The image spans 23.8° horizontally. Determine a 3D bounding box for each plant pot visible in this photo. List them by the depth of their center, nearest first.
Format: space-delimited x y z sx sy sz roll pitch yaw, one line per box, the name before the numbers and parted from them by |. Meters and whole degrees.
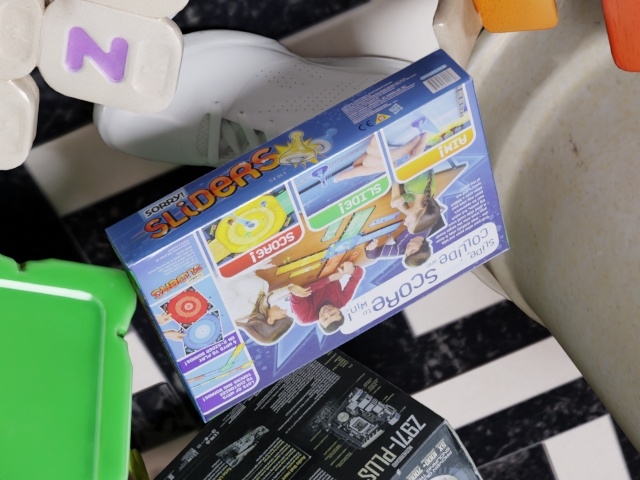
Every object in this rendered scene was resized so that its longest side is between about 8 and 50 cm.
plant pot | 0.264 0.021 0.875 0.333 0.305 0.334 -9 133 -10

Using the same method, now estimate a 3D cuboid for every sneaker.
sneaker | -0.018 -0.062 0.856 0.212 0.094 0.080 -1 131 -18

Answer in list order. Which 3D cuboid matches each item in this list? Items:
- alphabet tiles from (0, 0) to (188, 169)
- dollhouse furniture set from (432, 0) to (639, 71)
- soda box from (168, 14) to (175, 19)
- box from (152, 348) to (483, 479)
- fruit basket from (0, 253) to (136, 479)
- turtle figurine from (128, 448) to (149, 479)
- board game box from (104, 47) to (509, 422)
alphabet tiles | -0.190 -0.163 0.706 0.278 0.021 0.284 14 128 -1
dollhouse furniture set | 0.160 -0.177 0.709 0.262 0.135 0.259 -1 138 22
soda box | -0.035 -0.212 0.732 0.069 0.074 0.216 31 116 -35
box | -0.013 0.167 0.981 0.180 0.147 0.077 -46 134 -16
fruit basket | -0.304 0.144 0.860 0.392 0.283 0.392 0 159 0
turtle figurine | -0.211 0.220 1.050 0.217 0.087 0.269 -24 133 4
board game box | 0.000 0.000 0.816 0.201 0.035 0.136 -29 136 -10
